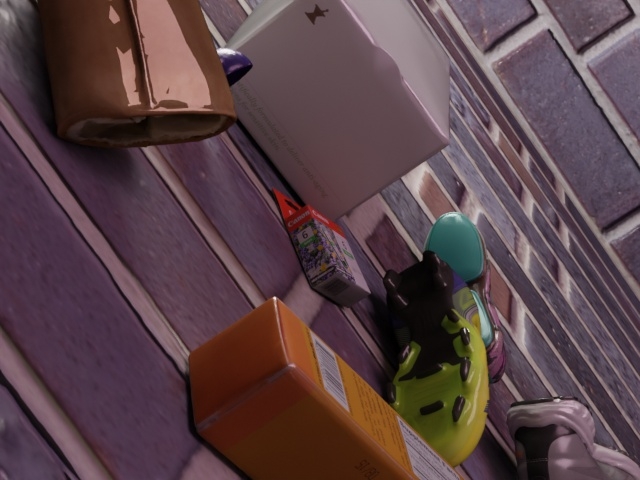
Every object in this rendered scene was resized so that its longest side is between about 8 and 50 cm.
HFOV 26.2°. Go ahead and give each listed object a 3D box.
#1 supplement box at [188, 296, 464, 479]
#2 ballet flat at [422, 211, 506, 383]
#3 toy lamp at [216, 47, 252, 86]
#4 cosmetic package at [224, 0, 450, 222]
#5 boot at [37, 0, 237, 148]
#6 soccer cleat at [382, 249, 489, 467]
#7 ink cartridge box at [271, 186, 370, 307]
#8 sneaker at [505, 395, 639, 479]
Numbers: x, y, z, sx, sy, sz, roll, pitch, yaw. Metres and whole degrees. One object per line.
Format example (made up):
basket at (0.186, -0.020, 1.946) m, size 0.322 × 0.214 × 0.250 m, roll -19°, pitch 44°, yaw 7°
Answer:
supplement box at (0.015, 0.144, 0.900) m, size 0.233 × 0.078 × 0.080 m, roll 48°, pitch 15°, yaw -31°
ballet flat at (0.159, 0.068, 1.503) m, size 0.221 × 0.077 × 0.079 m, roll -99°, pitch 170°, yaw -46°
toy lamp at (-0.157, -0.243, 1.147) m, size 0.274 × 0.080 × 0.080 m, roll 56°, pitch 16°, yaw 0°
cosmetic package at (0.023, -0.180, 1.412) m, size 0.197 × 0.155 × 0.365 m, roll 53°, pitch 17°, yaw -11°
boot at (-0.185, -0.197, 0.921) m, size 0.236 × 0.089 × 0.269 m, roll -7°, pitch 78°, yaw -30°
soccer cleat at (0.116, 0.118, 1.223) m, size 0.121 × 0.093 × 0.289 m, roll 57°, pitch 15°, yaw -25°
ink cartridge box at (0.000, 0.000, 1.220) m, size 0.063 × 0.029 × 0.115 m, roll 33°, pitch 28°, yaw -53°
sneaker at (0.260, 0.253, 1.409) m, size 0.271 × 0.100 × 0.108 m, roll 43°, pitch 45°, yaw -48°
